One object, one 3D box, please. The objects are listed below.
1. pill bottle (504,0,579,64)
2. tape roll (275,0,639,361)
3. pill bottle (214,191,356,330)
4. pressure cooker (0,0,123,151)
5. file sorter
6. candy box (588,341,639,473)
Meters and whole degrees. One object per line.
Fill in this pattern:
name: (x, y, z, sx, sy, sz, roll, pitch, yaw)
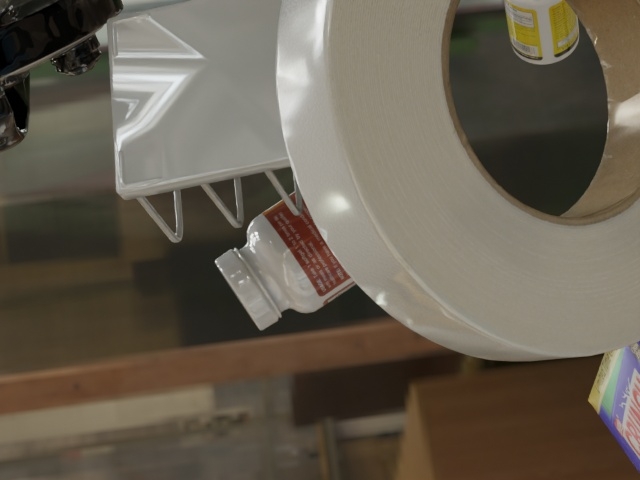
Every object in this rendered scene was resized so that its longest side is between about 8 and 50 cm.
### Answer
pill bottle: (0.198, -0.219, 1.594, 0.116, 0.065, 0.065, 72, -175, -53)
tape roll: (0.150, -0.109, 1.245, 0.072, 0.392, 0.392, -12, 84, 58)
pill bottle: (0.000, 0.000, 1.894, 0.121, 0.216, 0.121, 56, 175, 7)
pressure cooker: (-0.405, -0.287, 1.805, 0.370, 0.376, 0.420, -40, -67, -45)
file sorter: (-0.046, -0.126, 1.737, 0.173, 0.278, 0.192, 56, -154, -64)
candy box: (0.418, 0.216, 1.795, 0.317, 0.122, 0.268, 59, 169, 23)
